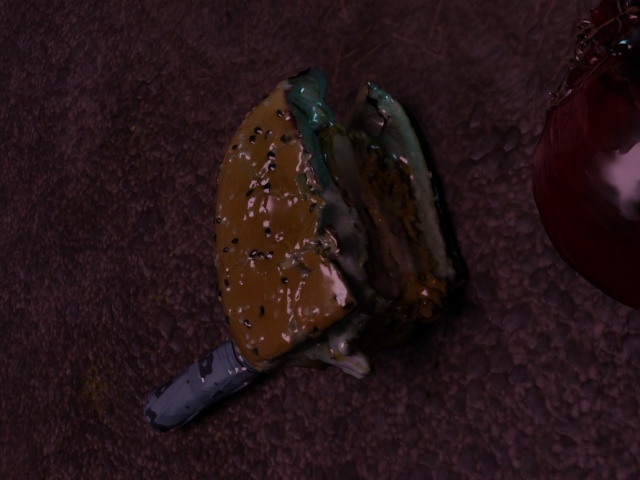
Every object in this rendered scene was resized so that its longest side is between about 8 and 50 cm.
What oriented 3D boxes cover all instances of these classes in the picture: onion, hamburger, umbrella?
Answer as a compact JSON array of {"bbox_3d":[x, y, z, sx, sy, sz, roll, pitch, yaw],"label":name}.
[{"bbox_3d":[0.262,-0.081,0.748,0.281,0.221,0.280,-5,74,17],"label":"onion"},{"bbox_3d":[0.000,0.000,1.041,0.192,0.168,0.288,-37,54,33],"label":"hamburger"},{"bbox_3d":[-0.099,0.138,1.203,0.250,0.053,0.052,-35,63,36],"label":"umbrella"}]
